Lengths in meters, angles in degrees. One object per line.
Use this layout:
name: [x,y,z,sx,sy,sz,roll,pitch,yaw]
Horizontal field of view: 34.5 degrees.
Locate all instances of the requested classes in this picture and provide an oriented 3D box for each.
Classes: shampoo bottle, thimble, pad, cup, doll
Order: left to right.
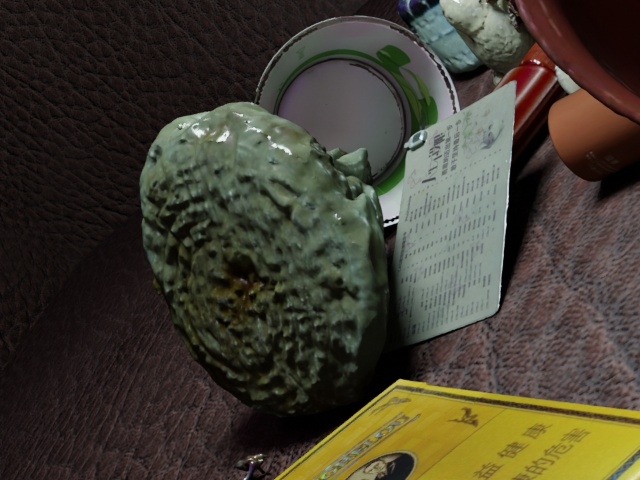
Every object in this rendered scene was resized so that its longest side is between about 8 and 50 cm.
cup: [0.036,-0.148,1.340,0.253,0.253,0.274,-45,6,1]
pad: [0.122,-0.025,1.001,0.159,0.009,0.265,-27,43,46]
thimble: [0.235,-0.358,1.505,0.237,0.150,0.237,-40,17,14]
shampoo bottle: [0.196,-0.122,1.128,0.260,0.064,0.102,-51,16,-20]
doll: [0.241,-0.299,1.210,0.278,0.149,0.175,143,127,-62]
shampoo bottle: [0.302,-0.130,0.835,0.244,0.085,0.085,-30,21,41]

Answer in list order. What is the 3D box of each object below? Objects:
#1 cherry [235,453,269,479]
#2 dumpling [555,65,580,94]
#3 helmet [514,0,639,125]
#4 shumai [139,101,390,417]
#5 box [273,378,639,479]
cherry: [-0.138,0.279,0.951,0.225,0.090,0.107,-30,-29,-41]
dumpling: [0.292,-0.184,0.978,0.176,0.092,0.150,-45,14,0]
helmet: [0.304,-0.210,0.650,0.337,0.230,0.385,-28,64,24]
shumai: [0.000,0.000,1.051,0.304,0.309,0.263,10,22,35]
box: [0.066,0.171,0.576,0.192,0.084,0.301,-34,10,-22]
